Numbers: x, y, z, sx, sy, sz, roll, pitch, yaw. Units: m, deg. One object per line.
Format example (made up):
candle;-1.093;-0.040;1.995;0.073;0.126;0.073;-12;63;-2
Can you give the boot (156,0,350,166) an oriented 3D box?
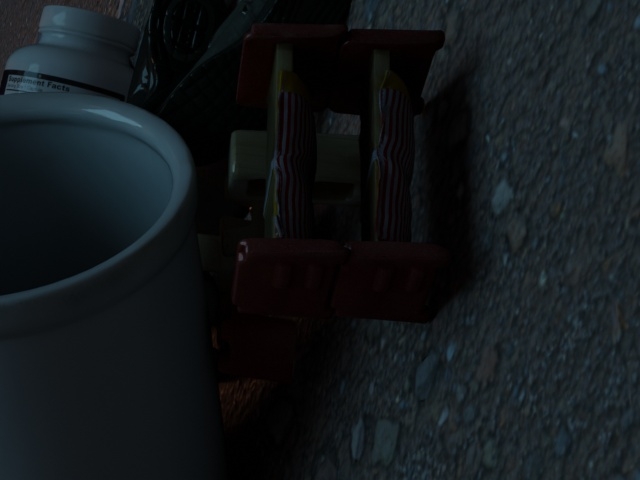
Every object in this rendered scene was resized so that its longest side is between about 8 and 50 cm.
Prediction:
boot;-0.075;-0.169;1.748;0.246;0.083;0.161;-48;17;-8

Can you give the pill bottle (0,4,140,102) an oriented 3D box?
pill bottle;-0.318;-0.118;2.285;0.181;0.181;0.323;-178;101;-69

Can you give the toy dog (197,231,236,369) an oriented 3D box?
toy dog;-0.205;0.057;1.927;0.334;0.161;0.220;148;130;-61

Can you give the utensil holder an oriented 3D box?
utensil holder;-0.250;0.115;1.634;0.327;0.328;0.385;-111;13;-55

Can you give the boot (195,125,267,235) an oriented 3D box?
boot;-0.111;-0.085;1.882;0.305;0.112;0.115;-26;39;58

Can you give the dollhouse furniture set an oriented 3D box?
dollhouse furniture set;0.000;0.000;1.507;0.374;0.152;0.201;104;168;-65

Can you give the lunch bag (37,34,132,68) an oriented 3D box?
lunch bag;-0.313;-0.199;2.454;0.151;0.096;0.128;35;116;36

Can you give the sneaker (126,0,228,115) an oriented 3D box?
sneaker;-0.171;-0.149;2.070;0.130;0.109;0.286;-169;97;-79
